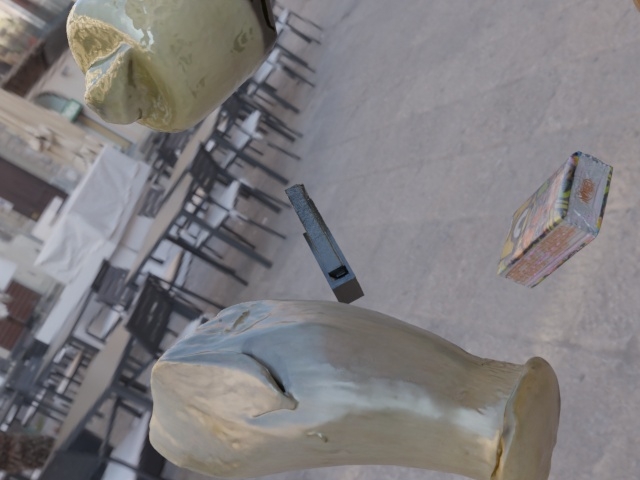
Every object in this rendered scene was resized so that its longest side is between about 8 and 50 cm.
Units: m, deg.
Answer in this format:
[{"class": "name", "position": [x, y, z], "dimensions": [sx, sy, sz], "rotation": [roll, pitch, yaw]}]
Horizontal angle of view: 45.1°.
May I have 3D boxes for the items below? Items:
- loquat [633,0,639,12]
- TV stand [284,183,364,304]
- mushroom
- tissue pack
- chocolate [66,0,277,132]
[{"class": "loquat", "position": [0.387, -0.288, 0.600], "dimensions": [0.328, 0.328, 0.328], "rotation": [-51, 19, 25]}, {"class": "TV stand", "position": [0.000, 0.000, 1.218], "dimensions": [0.040, 0.049, 0.256], "rotation": [-28, 42, 0]}, {"class": "mushroom", "position": [0.012, 0.089, 0.451], "dimensions": [0.096, 0.247, 0.108], "rotation": [69, -152, -54]}, {"class": "tissue pack", "position": [0.277, -0.021, 0.913], "dimensions": [0.148, 0.060, 0.108], "rotation": [121, 173, -57]}, {"class": "chocolate", "position": [-0.276, -0.350, 1.318], "dimensions": [0.297, 0.314, 0.326], "rotation": [-49, -34, -36]}]
